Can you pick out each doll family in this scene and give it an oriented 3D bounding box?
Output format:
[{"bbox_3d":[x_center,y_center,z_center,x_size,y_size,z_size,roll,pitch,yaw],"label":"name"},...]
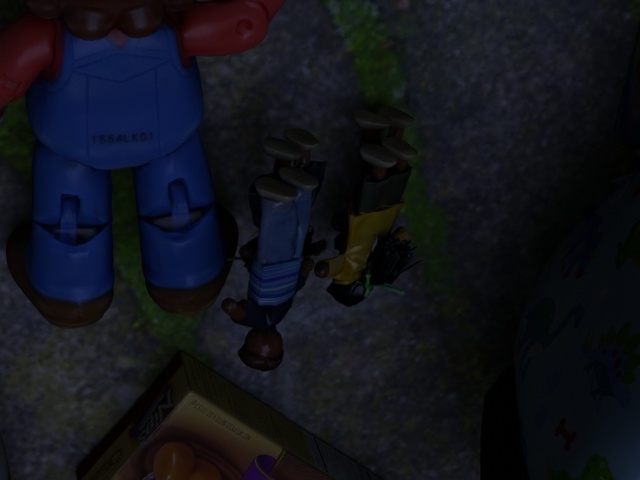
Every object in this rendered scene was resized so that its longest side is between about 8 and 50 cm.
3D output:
[{"bbox_3d":[0.000,0.000,0.912,0.193,0.076,0.111,-16,130,-44],"label":"doll family"}]

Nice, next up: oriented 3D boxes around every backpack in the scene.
[{"bbox_3d":[0.246,0.069,0.898,0.356,0.290,0.273,-31,118,24],"label":"backpack"}]

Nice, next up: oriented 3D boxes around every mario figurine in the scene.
[{"bbox_3d":[-0.107,-0.119,0.870,0.198,0.170,0.320,-32,140,-39],"label":"mario figurine"}]

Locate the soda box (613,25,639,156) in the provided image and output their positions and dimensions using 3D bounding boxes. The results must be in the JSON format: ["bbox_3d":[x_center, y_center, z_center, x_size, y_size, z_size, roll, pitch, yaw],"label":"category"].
[{"bbox_3d":[0.229,-0.134,0.958,0.063,0.058,0.183,2,115,-15],"label":"soda box"}]

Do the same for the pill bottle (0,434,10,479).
[{"bbox_3d":[-0.259,0.252,0.963,0.182,0.181,0.322,-7,118,-10],"label":"pill bottle"}]

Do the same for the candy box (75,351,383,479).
[{"bbox_3d":[-0.049,0.165,1.045,0.187,0.053,0.109,36,103,-26],"label":"candy box"}]
